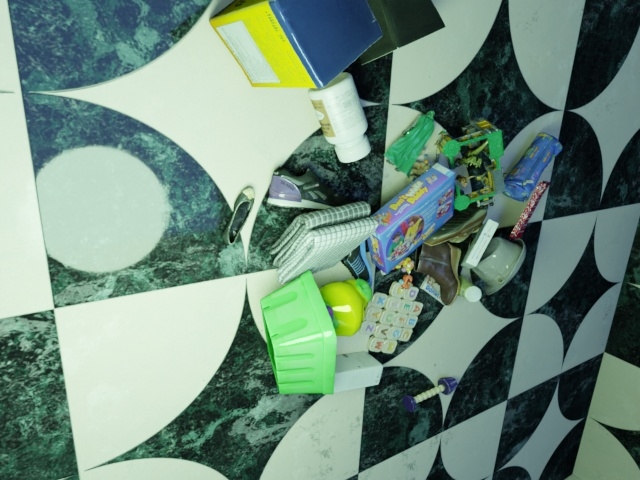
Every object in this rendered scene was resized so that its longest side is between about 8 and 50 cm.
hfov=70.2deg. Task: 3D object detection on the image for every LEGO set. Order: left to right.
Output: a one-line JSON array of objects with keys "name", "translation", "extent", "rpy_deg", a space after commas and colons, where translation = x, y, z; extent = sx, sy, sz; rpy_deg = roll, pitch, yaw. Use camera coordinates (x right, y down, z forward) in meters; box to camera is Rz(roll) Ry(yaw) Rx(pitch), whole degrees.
[{"name": "LEGO set", "translation": [0.535, -0.291, 1.659], "extent": [0.255, 0.192, 0.331], "rpy_deg": [-25, 120, 9]}]

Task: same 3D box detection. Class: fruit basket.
[{"name": "fruit basket", "translation": [0.017, 0.263, 1.379], "extent": [0.392, 0.282, 0.392], "rpy_deg": [-13, 139, -12]}]

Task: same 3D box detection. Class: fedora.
[{"name": "fedora", "translation": [0.707, 0.084, 1.861], "extent": [0.124, 0.275, 0.243], "rpy_deg": [30, 60, 0]}]

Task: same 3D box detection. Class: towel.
[{"name": "towel", "translation": [0.000, 0.000, 1.326], "extent": [0.235, 0.283, 0.121], "rpy_deg": [-16, 72, -35]}, {"name": "towel", "translation": [0.893, -0.124, 1.936], "extent": [0.199, 0.031, 0.274], "rpy_deg": [-11, 128, -57]}]

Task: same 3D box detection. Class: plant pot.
[{"name": "plant pot", "translation": [0.205, -0.630, 1.290], "extent": [0.188, 0.187, 0.166], "rpy_deg": [-31, 109, -21]}]

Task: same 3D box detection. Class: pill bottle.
[{"name": "pill bottle", "translation": [0.063, -0.349, 1.313], "extent": [0.131, 0.131, 0.229], "rpy_deg": [-36, 123, -19]}]

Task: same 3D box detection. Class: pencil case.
[{"name": "pencil case", "translation": [0.870, -0.302, 1.873], "extent": [0.119, 0.133, 0.306], "rpy_deg": [38, 81, 0]}]

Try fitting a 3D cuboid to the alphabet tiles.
[{"name": "alphabet tiles", "translation": [0.280, 0.300, 1.753], "extent": [0.278, 0.021, 0.284], "rpy_deg": [18, 95, -37]}]

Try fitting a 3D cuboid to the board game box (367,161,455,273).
[{"name": "board game box", "translation": [0.312, -0.073, 1.556], "extent": [0.347, 0.078, 0.233], "rpy_deg": [-38, 144, -15]}]

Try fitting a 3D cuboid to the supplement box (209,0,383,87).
[{"name": "supplement box", "translation": [-0.069, -0.486, 1.035], "extent": [0.195, 0.357, 0.194], "rpy_deg": [-45, 126, -13]}]

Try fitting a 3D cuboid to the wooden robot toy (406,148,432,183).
[{"name": "wooden robot toy", "translation": [0.349, -0.240, 1.575], "extent": [0.076, 0.079, 0.173], "rpy_deg": [7, 102, -35]}]

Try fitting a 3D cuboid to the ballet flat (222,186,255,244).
[{"name": "ballet flat", "translation": [-0.221, -0.065, 1.272], "extent": [0.058, 0.049, 0.173], "rpy_deg": [21, 94, -38]}]

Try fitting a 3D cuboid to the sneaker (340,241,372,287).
[{"name": "sneaker", "translation": [0.109, 0.072, 1.528], "extent": [0.091, 0.081, 0.232], "rpy_deg": [-21, 110, -23]}]

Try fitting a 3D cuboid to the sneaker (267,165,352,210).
[{"name": "sneaker", "translation": [-0.016, -0.153, 1.350], "extent": [0.283, 0.107, 0.124], "rpy_deg": [3, 98, -35]}]

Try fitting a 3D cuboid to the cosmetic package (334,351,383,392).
[{"name": "cosmetic package", "translation": [0.097, 0.469, 1.630], "extent": [0.231, 0.117, 0.085], "rpy_deg": [3, 104, -36]}]

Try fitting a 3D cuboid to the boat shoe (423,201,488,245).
[{"name": "boat shoe", "translation": [0.524, -0.048, 1.736], "extent": [0.324, 0.123, 0.119], "rpy_deg": [-26, 124, -24]}]

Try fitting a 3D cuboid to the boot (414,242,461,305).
[{"name": "boot", "translation": [0.442, 0.127, 1.759], "extent": [0.207, 0.090, 0.248], "rpy_deg": [6, 91, -27]}]

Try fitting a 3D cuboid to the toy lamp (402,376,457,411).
[{"name": "toy lamp", "translation": [0.484, 0.660, 1.982], "extent": [0.275, 0.080, 0.080], "rpy_deg": [-10, 111, -29]}]

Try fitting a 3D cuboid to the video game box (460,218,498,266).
[{"name": "video game box", "translation": [0.624, 0.020, 1.798], "extent": [0.187, 0.048, 0.205], "rpy_deg": [-64, 168, -1]}]

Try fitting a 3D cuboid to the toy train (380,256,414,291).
[{"name": "toy train", "translation": [0.301, 0.114, 1.674], "extent": [0.166, 0.046, 0.125], "rpy_deg": [32, 78, -34]}]

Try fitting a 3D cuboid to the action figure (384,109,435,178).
[{"name": "action figure", "translation": [0.314, -0.340, 1.527], "extent": [0.137, 0.063, 0.232], "rpy_deg": [37, 88, -35]}]

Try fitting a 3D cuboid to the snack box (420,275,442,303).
[{"name": "snack box", "translation": [0.472, 0.202, 1.846], "extent": [0.178, 0.022, 0.064], "rpy_deg": [34, 84, -37]}]

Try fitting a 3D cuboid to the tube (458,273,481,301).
[{"name": "tube", "translation": [0.575, 0.192, 1.807], "extent": [0.070, 0.240, 0.062], "rpy_deg": [-28, 92, 3]}]
